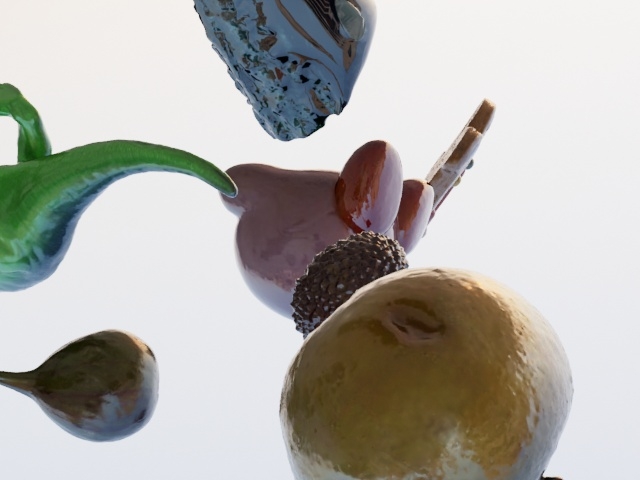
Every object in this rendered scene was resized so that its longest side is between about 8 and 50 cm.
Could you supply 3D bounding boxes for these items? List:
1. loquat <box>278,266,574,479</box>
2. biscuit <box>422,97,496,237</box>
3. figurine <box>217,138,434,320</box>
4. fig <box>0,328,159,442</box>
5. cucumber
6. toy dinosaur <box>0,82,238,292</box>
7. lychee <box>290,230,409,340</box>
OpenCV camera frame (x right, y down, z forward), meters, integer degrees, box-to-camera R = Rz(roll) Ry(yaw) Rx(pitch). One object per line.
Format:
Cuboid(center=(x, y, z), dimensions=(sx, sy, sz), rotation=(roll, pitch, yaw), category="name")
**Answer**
Cuboid(center=(0.072, 0.127, 1.035), dimensions=(0.213, 0.213, 0.213), rotation=(-28, -155, 14), category="loquat")
Cuboid(center=(0.178, -0.079, 2.321), dimensions=(0.324, 0.049, 0.205), rotation=(-53, -177, 39), category="biscuit")
Cuboid(center=(0.007, 0.004, 1.998), dimensions=(0.261, 0.269, 0.211), rotation=(-6, -105, 16), category="figurine")
Cuboid(center=(-0.289, 0.145, 1.604), dimensions=(0.236, 0.124, 0.124), rotation=(11, -153, -7), category="fig")
Cuboid(center=(-0.022, -0.166, 0.950), dimensions=(0.085, 0.193, 0.115), rotation=(15, -124, 49), category="cucumber")
Cuboid(center=(-0.303, 0.033, 1.647), dimensions=(0.500, 0.375, 0.144), rotation=(18, -145, 29), category="toy dinosaur")
Cuboid(center=(0.035, 0.057, 1.453), dimensions=(0.129, 0.123, 0.123), rotation=(-23, -161, -21), category="lychee")
